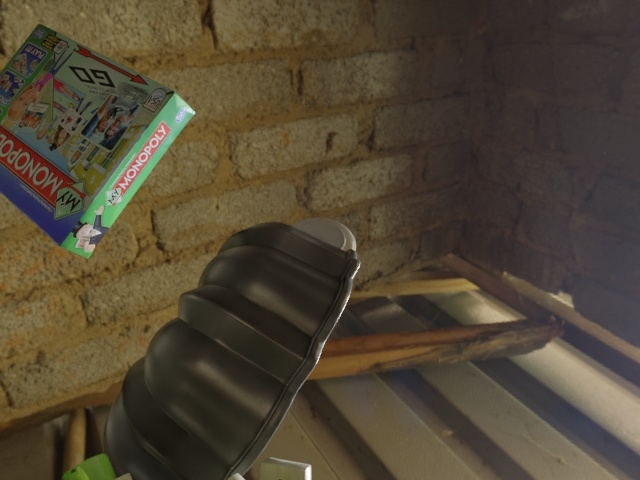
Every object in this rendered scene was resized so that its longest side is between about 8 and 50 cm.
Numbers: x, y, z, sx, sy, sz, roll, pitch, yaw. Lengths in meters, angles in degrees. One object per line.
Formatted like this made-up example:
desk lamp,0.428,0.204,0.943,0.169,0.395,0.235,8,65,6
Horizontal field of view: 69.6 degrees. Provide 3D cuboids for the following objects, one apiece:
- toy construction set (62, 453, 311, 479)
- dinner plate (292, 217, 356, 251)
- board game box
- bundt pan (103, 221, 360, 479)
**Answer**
toy construction set,-0.122,0.167,0.226,0.215,0.327,0.151,-38,-124,14
dinner plate,0.000,0.000,0.893,0.141,0.017,0.141,3,-133,-3
board game box,-0.333,-0.144,0.592,0.317,0.046,0.214,30,-98,27
bundt pan,-0.101,0.115,0.491,0.124,0.331,0.331,34,-151,-3
